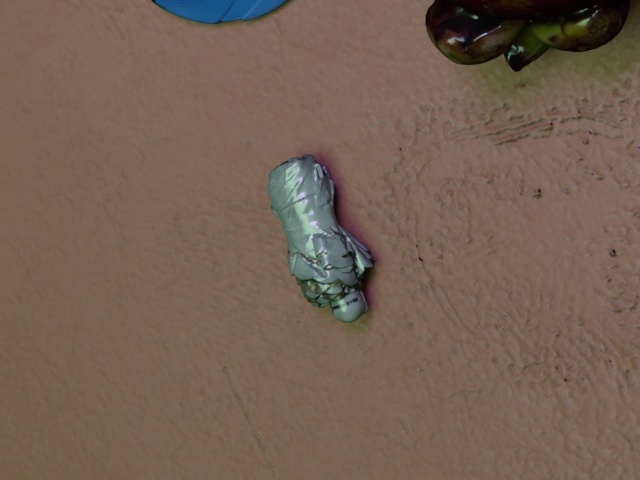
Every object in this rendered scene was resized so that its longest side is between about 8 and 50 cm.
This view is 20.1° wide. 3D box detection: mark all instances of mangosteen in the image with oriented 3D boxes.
[{"bbox_3d":[0.143,-0.225,1.259,0.215,0.215,0.257,24,133,23],"label":"mangosteen"}]

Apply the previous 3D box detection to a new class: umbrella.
[{"bbox_3d":[0.000,0.000,1.479,0.067,0.062,0.143,-24,89,2],"label":"umbrella"}]

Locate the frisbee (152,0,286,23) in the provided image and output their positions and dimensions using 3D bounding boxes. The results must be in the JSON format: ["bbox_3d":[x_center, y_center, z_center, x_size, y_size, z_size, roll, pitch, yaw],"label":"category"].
[{"bbox_3d":[-0.096,-0.295,1.464,0.242,0.045,0.242,8,105,29],"label":"frisbee"}]
